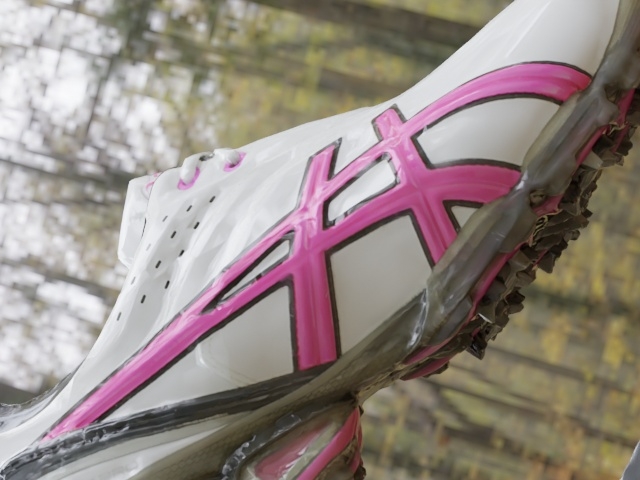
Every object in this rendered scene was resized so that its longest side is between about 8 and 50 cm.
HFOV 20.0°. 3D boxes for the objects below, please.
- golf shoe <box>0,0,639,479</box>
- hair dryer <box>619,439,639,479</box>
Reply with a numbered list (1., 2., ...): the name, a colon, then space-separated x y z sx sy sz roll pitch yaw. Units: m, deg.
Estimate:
1. golf shoe: 0.000 0.000 0.384 0.186 0.086 0.067 -47 -13 -13
2. hair dryer: 0.209 -0.015 0.531 0.080 0.223 0.294 55 -134 -79
